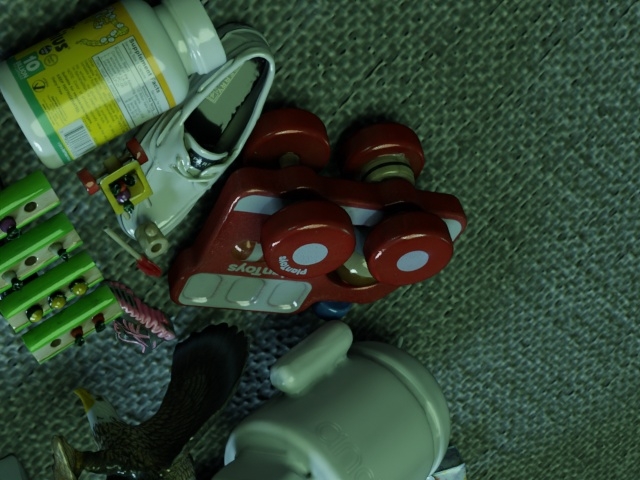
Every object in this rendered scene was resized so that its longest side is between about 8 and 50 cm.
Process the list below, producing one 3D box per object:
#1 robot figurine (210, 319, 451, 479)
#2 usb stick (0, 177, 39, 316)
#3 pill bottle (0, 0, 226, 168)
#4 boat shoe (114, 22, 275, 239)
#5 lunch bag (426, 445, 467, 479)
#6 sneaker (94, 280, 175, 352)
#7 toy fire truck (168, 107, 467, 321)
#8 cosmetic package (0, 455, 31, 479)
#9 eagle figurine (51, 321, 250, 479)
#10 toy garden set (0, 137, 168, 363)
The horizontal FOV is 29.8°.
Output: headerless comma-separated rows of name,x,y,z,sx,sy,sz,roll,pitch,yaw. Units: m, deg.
robot figurine,0.025,0.252,1.462,0.353,0.199,0.300,-34,118,-44
usb stick,-0.349,-0.042,1.229,0.045,0.077,0.278,-4,126,11
pill bottle,-0.204,-0.167,1.190,0.208,0.117,0.118,-29,127,-6
boat shoe,-0.130,-0.101,1.279,0.096,0.088,0.267,30,104,-30
lunch bag,0.166,0.343,1.720,0.083,0.053,0.071,-14,123,-6
sneaker,-0.224,0.093,1.392,0.057,0.047,0.119,-38,127,15
toy fire truck,0.000,0.000,1.383,0.302,0.169,0.254,6,141,-27
cosmetic package,-0.402,0.385,1.417,0.183,0.151,0.151,-25,126,-10
eagle figurine,-0.187,0.234,1.352,0.298,0.226,0.225,-15,86,-50
toy garden set,-0.240,0.019,1.236,0.204,0.049,0.244,-32,144,-11
